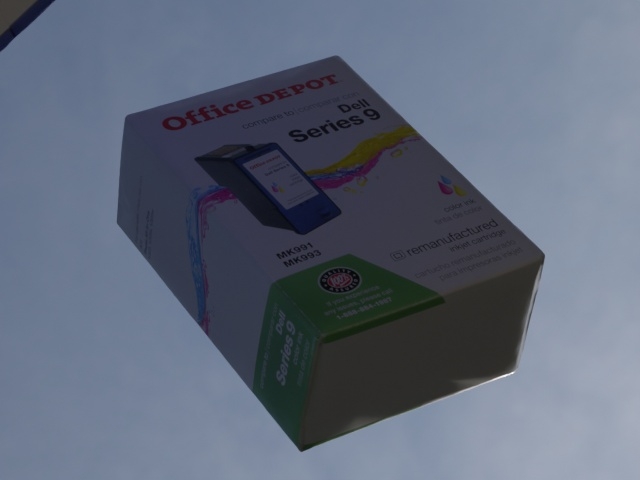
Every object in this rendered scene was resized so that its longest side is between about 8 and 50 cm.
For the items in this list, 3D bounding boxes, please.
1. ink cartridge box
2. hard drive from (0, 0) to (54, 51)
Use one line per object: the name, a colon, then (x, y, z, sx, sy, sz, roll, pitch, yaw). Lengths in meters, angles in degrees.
ink cartridge box: (0.000, 0.000, 1.125, 0.154, 0.093, 0.212, -18, -135, -28)
hard drive: (-0.121, -0.207, 0.917, 0.319, 0.210, 0.040, -47, -47, -22)
